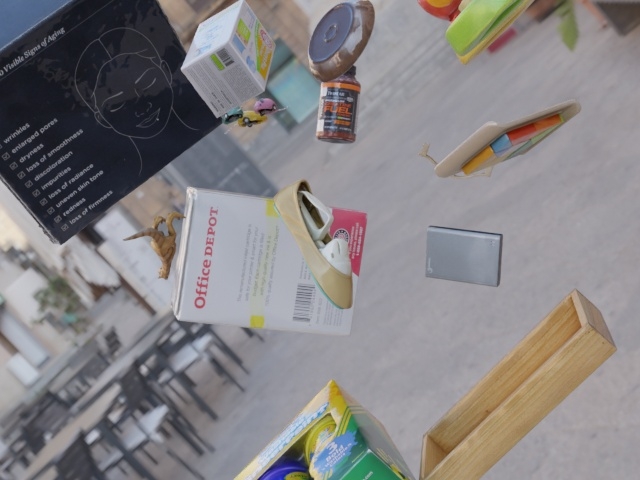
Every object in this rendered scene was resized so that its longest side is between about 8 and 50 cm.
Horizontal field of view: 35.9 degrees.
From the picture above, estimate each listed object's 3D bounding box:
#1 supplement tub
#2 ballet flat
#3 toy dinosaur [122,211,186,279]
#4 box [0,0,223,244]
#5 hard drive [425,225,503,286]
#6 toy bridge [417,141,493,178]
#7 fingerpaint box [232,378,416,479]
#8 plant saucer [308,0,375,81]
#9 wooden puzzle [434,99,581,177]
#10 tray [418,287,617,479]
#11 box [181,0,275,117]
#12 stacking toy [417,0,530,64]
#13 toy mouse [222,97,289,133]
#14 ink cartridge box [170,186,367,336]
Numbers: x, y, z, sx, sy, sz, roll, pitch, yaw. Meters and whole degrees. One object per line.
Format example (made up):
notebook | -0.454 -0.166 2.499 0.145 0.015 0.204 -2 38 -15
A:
supplement tub | 0.048 -0.351 2.530 0.106 0.106 0.198 180 96 -79
ballet flat | 0.000 0.000 1.571 0.073 0.232 0.080 -42 -23 25
toy dinosaur | -0.280 0.000 1.744 0.211 0.064 0.112 76 -162 -61
box | -0.540 -0.338 2.113 0.480 0.472 0.297 -38 50 -10
hard drive | 0.254 0.027 1.756 0.135 0.094 0.022 8 17 25
toy bridge | 0.332 -0.188 2.453 0.026 0.188 0.063 -48 -26 -71
fingerpaint box | -0.050 0.516 1.844 0.445 0.163 0.371 -45 14 2
plant saucer | 0.033 -0.430 2.081 0.198 0.036 0.199 -32 45 39
wooden puzzle | 0.372 -0.193 1.953 0.238 0.044 0.221 -16 -14 -31
tray | 0.342 0.279 1.758 0.411 0.076 0.203 -47 4 16
box | -0.160 -0.328 1.761 0.103 0.114 0.203 -26 29 20
stacking toy | 0.214 -0.341 1.087 0.309 0.130 0.279 -44 -2 22
toy mouse | -0.149 -0.271 2.053 0.161 0.031 0.143 -14 -10 11
ink cartridge box | -0.117 0.044 2.152 0.160 0.384 0.279 -155 73 -74
